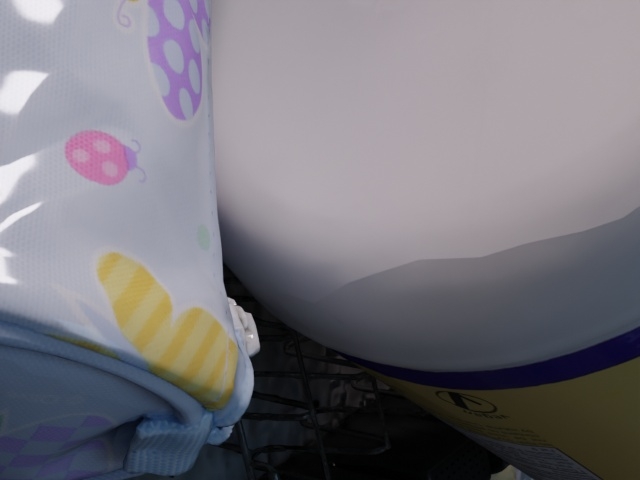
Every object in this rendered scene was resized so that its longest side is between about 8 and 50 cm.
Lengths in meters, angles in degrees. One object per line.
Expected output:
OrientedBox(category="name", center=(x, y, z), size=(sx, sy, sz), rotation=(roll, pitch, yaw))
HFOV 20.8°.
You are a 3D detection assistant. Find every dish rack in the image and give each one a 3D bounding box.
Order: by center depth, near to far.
OrientedBox(category="dish rack", center=(0.000, 0.000, 0.677), size=(0.208, 0.074, 0.272), rotation=(-30, 115, -47))

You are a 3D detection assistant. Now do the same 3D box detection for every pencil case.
OrientedBox(category="pencil case", center=(-0.078, -0.069, 0.472), size=(0.113, 0.124, 0.273), rotation=(88, 1, -63))

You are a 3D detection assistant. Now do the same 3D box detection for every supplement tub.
OrientedBox(category="supplement tub", center=(0.133, -0.021, 0.591), size=(0.331, 0.241, 0.241), rotation=(35, 67, -46))

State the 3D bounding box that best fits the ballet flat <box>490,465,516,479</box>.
OrientedBox(category="ballet flat", center=(0.065, 0.180, 0.788), size=(0.057, 0.049, 0.173), rotation=(29, 72, -49))
